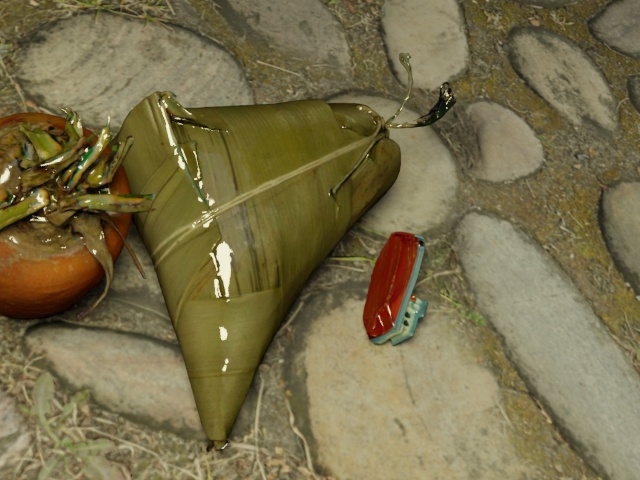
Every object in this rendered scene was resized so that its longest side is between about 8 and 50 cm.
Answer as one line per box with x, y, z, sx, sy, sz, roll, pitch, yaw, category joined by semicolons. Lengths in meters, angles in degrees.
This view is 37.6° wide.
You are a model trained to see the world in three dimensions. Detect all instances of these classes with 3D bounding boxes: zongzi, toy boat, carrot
0.000;0.000;1.120;0.447;0.181;0.418;-10;73;-28;zongzi
0.099;0.056;1.157;0.058;0.069;0.173;32;50;-19;toy boat
-0.294;-0.021;0.967;0.193;0.331;0.214;-4;73;-24;carrot
